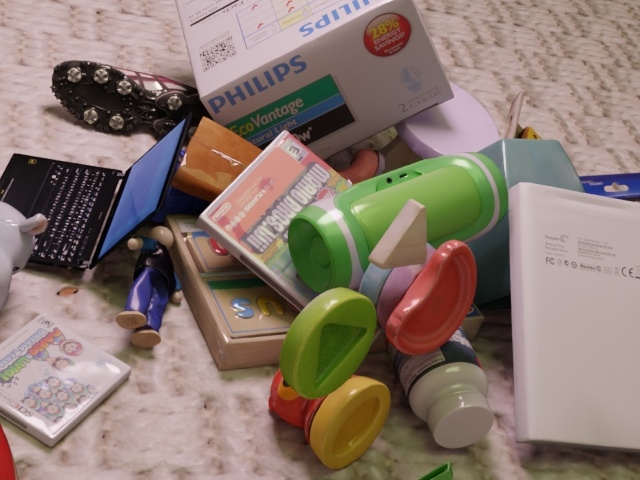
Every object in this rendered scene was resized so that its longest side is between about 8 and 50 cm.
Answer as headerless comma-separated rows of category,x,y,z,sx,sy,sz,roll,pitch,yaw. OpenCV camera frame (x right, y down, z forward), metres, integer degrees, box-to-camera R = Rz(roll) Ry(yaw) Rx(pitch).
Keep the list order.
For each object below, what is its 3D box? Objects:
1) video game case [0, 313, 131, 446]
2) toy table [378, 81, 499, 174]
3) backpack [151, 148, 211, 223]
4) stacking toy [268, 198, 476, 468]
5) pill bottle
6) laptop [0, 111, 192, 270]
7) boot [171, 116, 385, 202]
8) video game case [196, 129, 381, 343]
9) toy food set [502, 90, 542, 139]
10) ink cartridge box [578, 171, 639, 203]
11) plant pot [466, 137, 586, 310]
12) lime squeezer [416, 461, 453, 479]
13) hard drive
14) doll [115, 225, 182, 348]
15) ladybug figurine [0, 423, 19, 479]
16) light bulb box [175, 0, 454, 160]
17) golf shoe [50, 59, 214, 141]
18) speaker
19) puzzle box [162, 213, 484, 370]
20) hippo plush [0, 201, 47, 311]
video game case,-0.331,0.164,1.339,0.143,0.019,0.157,29,37,13
toy table,0.183,-0.144,1.854,0.252,0.160,0.274,13,35,-6
backpack,-0.214,-0.083,1.652,0.120,0.101,0.098,-11,37,-29
stacking toy,0.035,0.087,1.332,0.130,0.279,0.309,31,73,34
pill bottle,0.159,0.179,1.460,0.108,0.108,0.180,3,39,-21
laptop,-0.331,-0.083,1.538,0.264,0.136,0.234,9,38,-1
boot,-0.058,-0.102,1.655,0.280,0.096,0.264,26,49,0
video game case,0.000,0.000,1.522,0.285,0.025,0.204,40,57,2
toy food set,0.421,-0.098,1.873,0.306,0.092,0.219,44,34,-14
ink cartridge box,0.534,0.026,1.757,0.165,0.065,0.332,-7,67,-29
plant pot,0.298,-0.025,1.650,0.166,0.165,0.234,-2,78,-25
lime squeezer,0.002,0.308,1.235,0.310,0.110,0.058,-8,51,15
hard drive,0.370,0.108,1.524,0.233,0.047,0.353,9,70,-21
doll,-0.224,0.047,1.474,0.046,0.129,0.189,-16,38,19
ladybug figurine,-0.466,0.200,1.110,0.305,0.161,0.449,-19,50,-41
light bulb box,-0.022,-0.326,1.813,0.358,0.225,0.361,-26,42,7
golf shoe,-0.307,-0.232,1.828,0.273,0.105,0.120,16,20,-14
speaker,0.107,-0.027,1.488,0.297,0.131,0.131,-21,50,-29
puzzle box,0.001,0.056,1.601,0.409,0.052,0.272,-4,42,-28
hippo plush,-0.491,-0.003,1.383,0.237,0.234,0.294,36,43,-30
